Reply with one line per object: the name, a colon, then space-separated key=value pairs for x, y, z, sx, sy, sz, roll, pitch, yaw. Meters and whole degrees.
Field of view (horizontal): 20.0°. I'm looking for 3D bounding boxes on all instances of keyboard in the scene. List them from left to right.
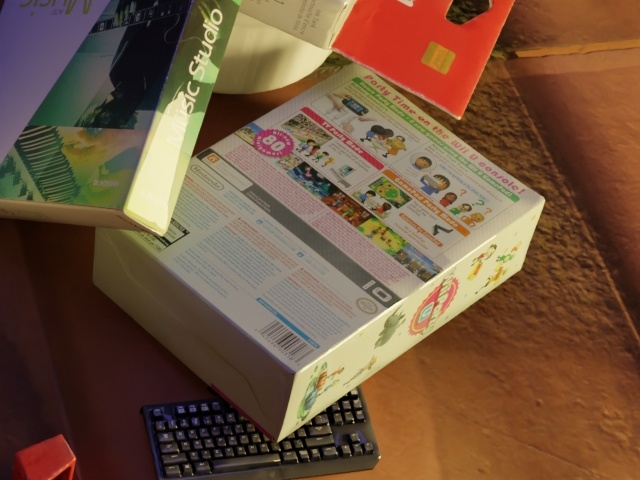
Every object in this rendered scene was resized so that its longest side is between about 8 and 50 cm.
keyboard: x=-0.049 y=0.140 z=1.423 sx=0.180 sy=0.023 sz=0.108 roll=-4 pitch=53 yaw=-19

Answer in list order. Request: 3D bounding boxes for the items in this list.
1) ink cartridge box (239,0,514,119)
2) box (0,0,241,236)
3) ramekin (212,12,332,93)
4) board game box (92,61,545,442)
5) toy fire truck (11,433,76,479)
ink cartridge box: x=0.056 y=-0.271 z=1.579 sx=0.261 sy=0.066 sz=0.296 roll=25 pitch=48 yaw=1
box: x=-0.169 y=-0.168 z=1.445 sx=0.058 sy=0.232 sz=0.322 roll=28 pitch=73 yaw=-46
ramekin: x=-0.087 y=-0.264 z=1.666 sx=0.277 sy=0.135 sz=0.277 roll=7 pitch=51 yaw=-9
board game box: x=0.000 y=0.000 z=1.486 sx=0.224 sy=0.097 sz=0.303 roll=39 pitch=52 yaw=24
toy fire truck: x=-0.292 y=0.165 z=1.322 sx=0.192 sy=0.047 sz=0.135 roll=-25 pitch=63 yaw=-29
